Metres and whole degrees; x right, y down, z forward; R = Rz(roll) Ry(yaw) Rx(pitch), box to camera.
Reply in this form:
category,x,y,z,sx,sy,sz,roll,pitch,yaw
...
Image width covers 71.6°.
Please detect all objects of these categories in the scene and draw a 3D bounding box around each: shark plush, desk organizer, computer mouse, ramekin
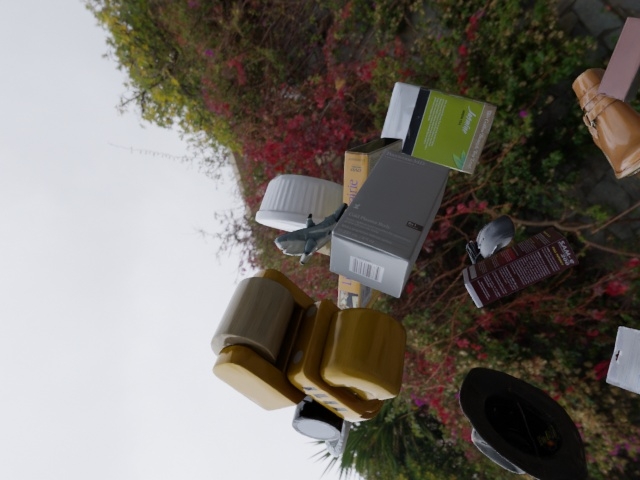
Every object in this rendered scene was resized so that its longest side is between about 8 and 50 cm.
category,x,y,z,sx,sy,sz,roll,pitch,yaw
shark plush,-0.007,-0.025,0.856,0.161,0.073,0.067,-41,-99,-7
desk organizer,0.540,-0.315,0.770,0.047,0.130,0.050,-18,-141,-34
computer mouse,0.579,0.041,1.521,0.060,0.262,0.184,-3,-115,-16
ramekin,-0.031,-0.087,1.192,0.272,0.272,0.127,14,-95,-32

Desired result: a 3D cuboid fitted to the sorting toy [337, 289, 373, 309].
category,x,y,z,sx,sy,sz,roll,pitch,yaw
sorting toy,0.109,0.158,1.381,0.229,0.041,0.308,12,-98,-57

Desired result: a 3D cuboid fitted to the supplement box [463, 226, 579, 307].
category,x,y,z,sx,sy,sz,roll,pitch,yaw
supplement box,0.470,0.063,1.067,0.073,0.239,0.130,59,-160,-3

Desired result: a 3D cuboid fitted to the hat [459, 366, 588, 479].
category,x,y,z,sx,sy,sz,roll,pitch,yaw
hat,0.467,0.472,1.091,0.330,0.134,0.332,17,-147,-12

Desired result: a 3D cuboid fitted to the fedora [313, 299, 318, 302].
category,x,y,z,sx,sy,sz,roll,pitch,yaw
fedora,-0.044,0.350,1.613,0.124,0.243,0.276,28,-139,-64

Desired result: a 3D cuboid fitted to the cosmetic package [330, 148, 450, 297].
category,x,y,z,sx,sy,sz,roll,pitch,yaw
cosmetic package,0.118,-0.037,0.734,0.127,0.107,0.238,19,-127,15

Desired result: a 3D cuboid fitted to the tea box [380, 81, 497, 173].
category,x,y,z,sx,sy,sz,roll,pitch,yaw
tea box,0.413,-0.398,1.525,0.323,0.220,0.329,20,-156,14

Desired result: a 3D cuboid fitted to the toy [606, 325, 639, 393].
category,x,y,z,sx,sy,sz,roll,pitch,yaw
toy,0.748,0.278,0.945,0.056,0.237,0.137,18,-94,-14

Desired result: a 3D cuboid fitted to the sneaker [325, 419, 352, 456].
category,x,y,z,sx,sy,sz,roll,pitch,yaw
sneaker,0.081,0.574,1.433,0.115,0.090,0.233,31,-120,-41

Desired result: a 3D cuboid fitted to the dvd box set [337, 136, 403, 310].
category,x,y,z,sx,sy,sz,roll,pitch,yaw
dvd box set,0.131,-0.038,1.143,0.062,0.421,0.307,10,-158,22

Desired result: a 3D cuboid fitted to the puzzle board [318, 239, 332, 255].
category,x,y,z,sx,sy,sz,roll,pitch,yaw
puzzle board,0.000,0.000,1.662,0.128,0.097,0.011,17,-154,-23

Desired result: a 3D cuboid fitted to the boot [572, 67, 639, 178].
category,x,y,z,sx,sy,sz,roll,pitch,yaw
boot,0.584,-0.243,0.862,0.283,0.108,0.220,-21,-95,-61

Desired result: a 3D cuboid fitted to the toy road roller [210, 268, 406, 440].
category,x,y,z,sx,sy,sz,roll,pitch,yaw
toy road roller,0.001,0.189,0.786,0.329,0.240,0.203,42,-139,-23
